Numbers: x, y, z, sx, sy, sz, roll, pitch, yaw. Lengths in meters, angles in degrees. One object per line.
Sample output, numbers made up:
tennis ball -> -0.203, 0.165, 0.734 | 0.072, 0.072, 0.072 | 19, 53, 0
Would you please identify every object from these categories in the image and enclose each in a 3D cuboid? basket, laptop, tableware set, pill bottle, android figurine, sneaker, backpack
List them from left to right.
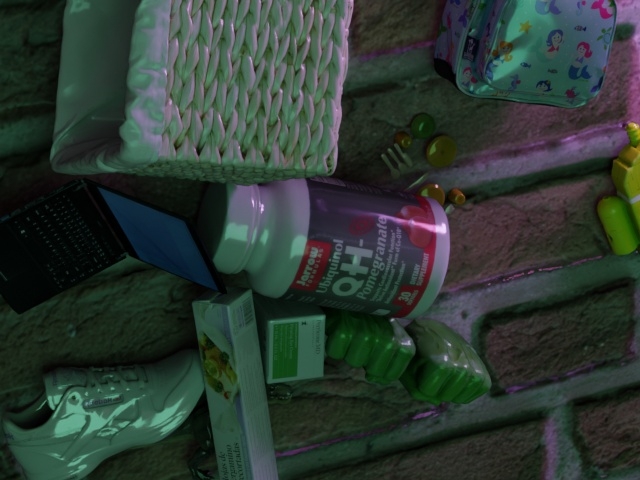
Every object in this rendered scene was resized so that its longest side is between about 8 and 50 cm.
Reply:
laptop -> -0.283, 0.035, 1.834 | 0.264, 0.136, 0.234 | -28, 154, -6
sneaker -> -0.294, 0.223, 1.983 | 0.305, 0.114, 0.152 | -30, 118, -6
basket -> -0.142, -0.227, 1.682 | 0.266, 0.328, 0.331 | 8, 87, -25
pill bottle -> 0.000, 0.000, 1.954 | 0.318, 0.176, 0.176 | 10, 108, -22
tableware set -> 0.155, -0.102, 2.057 | 0.104, 0.024, 0.154 | -40, 118, -3
backpack -> 0.284, -0.310, 1.927 | 0.225, 0.191, 0.253 | 5, 105, -20
android figurine -> 0.535, -0.078, 2.179 | 0.248, 0.056, 0.273 | -31, 119, -4

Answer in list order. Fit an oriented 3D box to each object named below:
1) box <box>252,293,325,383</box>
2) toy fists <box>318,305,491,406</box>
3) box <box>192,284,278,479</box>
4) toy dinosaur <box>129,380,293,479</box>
box -> -0.049, 0.135, 2.038 | 0.087, 0.102, 0.101 | -6, 112, -19
toy fists -> 0.121, 0.163, 2.087 | 0.279, 0.142, 0.096 | 24, 102, -26
box -> -0.116, 0.221, 1.999 | 0.067, 0.063, 0.324 | -36, 124, -52
toy dinosaur -> -0.158, 0.284, 2.092 | 0.268, 0.064, 0.118 | -23, 114, -4
